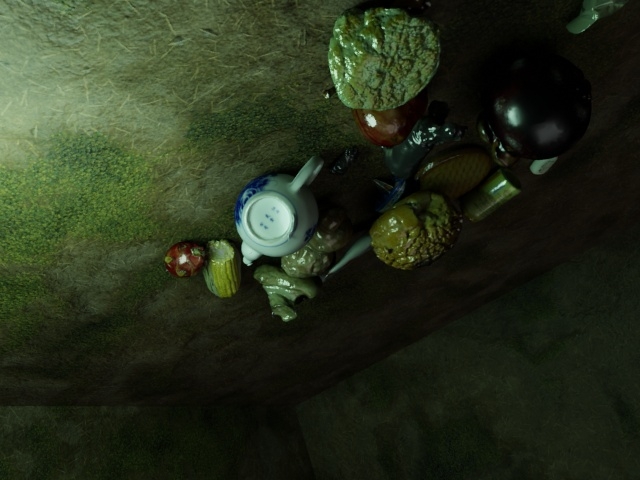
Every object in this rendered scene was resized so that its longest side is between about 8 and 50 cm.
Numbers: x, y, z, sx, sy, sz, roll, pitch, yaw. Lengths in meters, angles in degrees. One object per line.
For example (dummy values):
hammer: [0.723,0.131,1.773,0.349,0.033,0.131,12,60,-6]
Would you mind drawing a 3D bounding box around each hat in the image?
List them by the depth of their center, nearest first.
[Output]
hat: [0.734,-0.624,1.601,0.166,0.081,0.122,-29,-165,48]

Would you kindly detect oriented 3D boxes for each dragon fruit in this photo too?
dragon fruit: [-0.465,0.075,2.014,0.125,0.125,0.246,27,155,-19]

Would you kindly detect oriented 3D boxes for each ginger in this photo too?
ginger: [0.000,0.000,2.133,0.256,0.176,0.375,-22,157,-37]

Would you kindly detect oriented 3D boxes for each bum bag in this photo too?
bum bag: [0.077,-0.244,1.869,0.057,0.034,0.124,15,137,-35]

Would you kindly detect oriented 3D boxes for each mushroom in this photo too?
mushroom: [-0.126,0.153,2.251,0.212,0.217,0.292,-33,-173,18]

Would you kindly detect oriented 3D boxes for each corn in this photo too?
corn: [-0.352,0.102,2.141,0.123,0.122,0.305,9,147,1]

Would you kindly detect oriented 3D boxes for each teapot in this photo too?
teapot: [-0.126,-0.084,1.834,0.424,0.252,0.280,-53,179,13]

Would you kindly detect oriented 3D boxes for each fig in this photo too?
fig: [0.148,-0.373,1.573,0.249,0.186,0.204,35,106,-11]

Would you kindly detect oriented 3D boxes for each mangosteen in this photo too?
mangosteen: [0.593,-0.368,1.721,0.306,0.307,0.347,4,161,-39]

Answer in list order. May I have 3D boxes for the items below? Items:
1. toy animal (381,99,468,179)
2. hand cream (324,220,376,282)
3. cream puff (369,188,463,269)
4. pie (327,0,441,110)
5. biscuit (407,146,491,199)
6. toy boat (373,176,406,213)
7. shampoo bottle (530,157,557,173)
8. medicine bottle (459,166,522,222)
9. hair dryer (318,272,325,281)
toy animal: [0.287,-0.304,1.751,0.106,0.168,0.343,-4,164,-24]
hand cream: [0.142,0.036,2.269,0.340,0.078,0.124,-43,172,-10]
cream puff: [0.343,-0.024,2.116,0.327,0.231,0.343,-33,166,21]
pie: [0.155,-0.436,1.423,0.274,0.105,0.257,-20,121,1]
biscuit: [0.462,-0.230,2.150,0.317,0.040,0.318,-16,154,-8]
toy boat: [0.224,-0.177,2.057,0.110,0.091,0.175,29,127,-21]
shampoo bottle: [0.855,-0.311,2.258,0.077,0.045,0.152,-6,151,-22]
medicine bottle: [0.643,-0.169,2.300,0.124,0.124,0.239,9,142,-44]
hair dryer: [-0.004,0.125,2.483,0.082,0.047,0.137,-2,140,-33]
